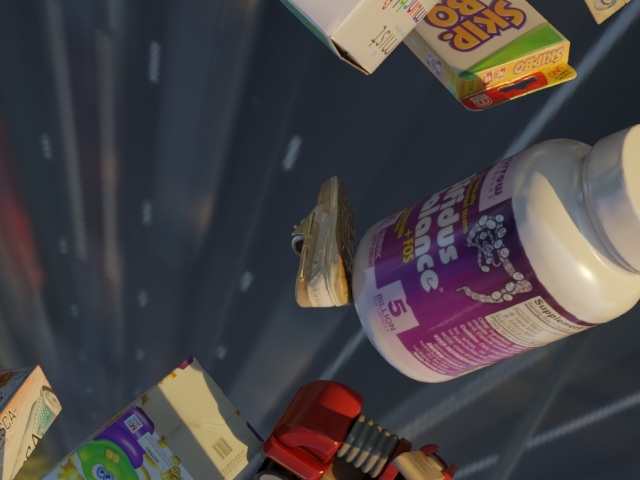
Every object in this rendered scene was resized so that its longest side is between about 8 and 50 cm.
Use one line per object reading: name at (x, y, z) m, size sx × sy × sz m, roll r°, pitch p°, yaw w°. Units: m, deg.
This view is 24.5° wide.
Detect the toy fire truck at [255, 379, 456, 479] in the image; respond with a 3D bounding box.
toy fire truck at (0.054, 0.245, 1.649) m, size 0.217 × 0.158 × 0.246 m, roll 33°, pitch 139°, yaw 3°

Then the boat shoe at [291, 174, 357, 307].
boat shoe at (0.000, 0.000, 1.416) m, size 0.059 × 0.170 × 0.063 m, roll -13°, pitch 126°, yaw 13°

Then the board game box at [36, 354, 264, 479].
board game box at (-0.226, 0.285, 1.759) m, size 0.275 × 0.144 × 0.142 m, roll -40°, pitch 90°, yaw 31°

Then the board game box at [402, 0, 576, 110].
board game box at (0.136, -0.225, 1.464) m, size 0.259 × 0.124 × 0.039 m, roll 55°, pitch 156°, yaw 38°

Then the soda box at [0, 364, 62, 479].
soda box at (-0.332, 0.204, 1.478) m, size 0.058 × 0.183 × 0.063 m, roll -9°, pitch 119°, yaw 26°

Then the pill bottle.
pill bottle at (0.185, 0.009, 1.317) m, size 0.301 × 0.169 × 0.169 m, roll -27°, pitch 123°, yaw 39°

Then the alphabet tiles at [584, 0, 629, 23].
alphabet tiles at (0.329, -0.385, 1.604) m, size 0.237 × 0.198 × 0.009 m, roll 53°, pitch 178°, yaw -30°

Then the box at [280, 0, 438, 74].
box at (0.007, -0.282, 0.948) m, size 0.262 × 0.231 × 0.127 m, roll 46°, pitch -174°, yaw 13°
